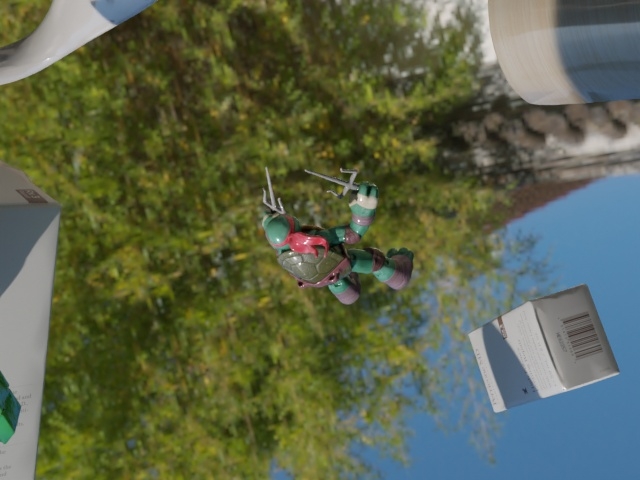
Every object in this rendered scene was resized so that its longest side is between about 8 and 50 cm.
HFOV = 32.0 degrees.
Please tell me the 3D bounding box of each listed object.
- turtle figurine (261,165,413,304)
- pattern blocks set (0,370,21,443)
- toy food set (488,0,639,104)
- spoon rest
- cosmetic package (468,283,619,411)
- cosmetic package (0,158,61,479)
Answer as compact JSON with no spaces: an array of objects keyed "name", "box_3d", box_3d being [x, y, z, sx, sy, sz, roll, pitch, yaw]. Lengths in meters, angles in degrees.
[{"name":"turtle figurine","box_3d":[0.000,0.000,1.279,0.175,0.118,0.234,1,156,38]},{"name":"pattern blocks set","box_3d":[-0.322,0.046,0.587,0.324,0.285,0.026,10,-125,0]},{"name":"toy food set","box_3d":[0.202,-0.225,0.538,0.219,0.306,0.092,0,177,34]},{"name":"spoon rest","box_3d":[-0.198,-0.206,0.888,0.276,0.084,0.137,-29,-124,9]},{"name":"cosmetic package","box_3d":[0.271,0.139,1.392,0.085,0.117,0.231,-14,167,-16]},{"name":"cosmetic package","box_3d":[-0.405,0.107,1.212,0.156,0.385,0.217,-5,-159,-37]}]
